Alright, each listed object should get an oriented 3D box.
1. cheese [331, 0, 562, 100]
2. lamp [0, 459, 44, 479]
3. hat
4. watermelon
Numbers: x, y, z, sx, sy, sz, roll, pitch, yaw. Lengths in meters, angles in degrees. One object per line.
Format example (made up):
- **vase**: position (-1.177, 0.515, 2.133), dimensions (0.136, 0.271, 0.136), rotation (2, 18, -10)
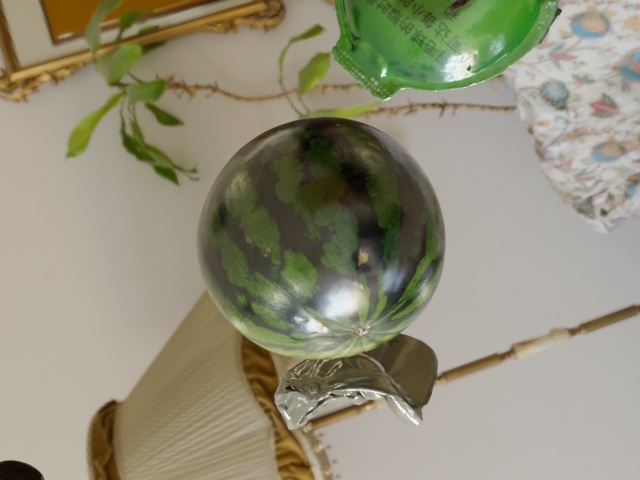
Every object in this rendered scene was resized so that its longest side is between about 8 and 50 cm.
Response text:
- **cheese**: position (0.141, -0.261, 0.635), dimensions (0.204, 0.320, 0.083), rotation (46, -175, 15)
- **lamp**: position (-0.461, 0.413, 1.000), dimensions (0.214, 0.121, 0.121), rotation (-64, 14, 7)
- **hat**: position (0.049, 0.182, 1.057), dimensions (0.149, 0.214, 0.244), rotation (64, -151, -30)
- **watermelon**: position (0.000, 0.000, 0.827), dimensions (0.285, 0.285, 0.285), rotation (161, 90, -85)
